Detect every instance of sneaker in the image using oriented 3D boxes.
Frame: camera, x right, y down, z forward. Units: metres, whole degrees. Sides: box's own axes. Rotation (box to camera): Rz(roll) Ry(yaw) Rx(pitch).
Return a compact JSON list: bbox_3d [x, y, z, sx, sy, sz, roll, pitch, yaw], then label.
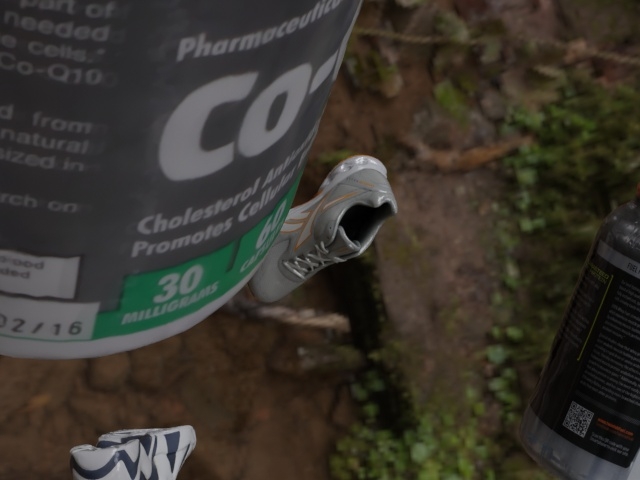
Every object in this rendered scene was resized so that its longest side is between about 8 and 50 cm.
[{"bbox_3d":[-0.194,0.285,1.590,0.235,0.094,0.153,3,83,-81],"label":"sneaker"},{"bbox_3d":[0.000,0.000,2.047,0.099,0.262,0.121,35,16,-33],"label":"sneaker"}]

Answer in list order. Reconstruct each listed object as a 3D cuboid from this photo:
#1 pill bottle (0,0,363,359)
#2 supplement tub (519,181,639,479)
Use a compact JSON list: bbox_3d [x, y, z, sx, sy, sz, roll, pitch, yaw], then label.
[{"bbox_3d":[-0.072,-0.137,0.466,0.204,0.361,0.204,8,52,-10],"label":"pill bottle"},{"bbox_3d":[0.363,0.104,1.575,0.207,0.207,0.338,5,110,-45],"label":"supplement tub"}]
